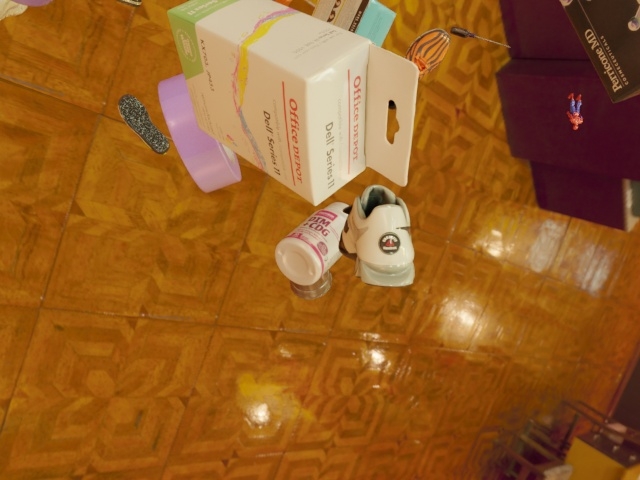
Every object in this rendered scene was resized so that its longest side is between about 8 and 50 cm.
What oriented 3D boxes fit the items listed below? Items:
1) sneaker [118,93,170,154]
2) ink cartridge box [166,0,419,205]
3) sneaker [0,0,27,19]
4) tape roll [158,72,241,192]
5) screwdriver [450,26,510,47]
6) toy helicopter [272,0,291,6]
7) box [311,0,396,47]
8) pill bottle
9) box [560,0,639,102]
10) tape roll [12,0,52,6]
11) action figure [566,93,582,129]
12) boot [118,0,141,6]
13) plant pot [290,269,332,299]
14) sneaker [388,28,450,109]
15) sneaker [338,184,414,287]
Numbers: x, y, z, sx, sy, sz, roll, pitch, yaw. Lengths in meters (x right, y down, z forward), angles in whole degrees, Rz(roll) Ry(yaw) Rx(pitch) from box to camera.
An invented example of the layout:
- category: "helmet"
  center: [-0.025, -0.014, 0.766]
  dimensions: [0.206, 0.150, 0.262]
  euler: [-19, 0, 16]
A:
- category: "sneaker"
  center: [-0.618, -0.390, 1.696]
  dimensions: [0.084, 0.097, 0.234]
  euler: [-40, 115, -19]
- category: "ink cartridge box"
  center: [-0.045, -0.194, 0.685]
  dimensions: [0.119, 0.353, 0.207]
  euler: [-39, 147, -27]
- category: "sneaker"
  center: [-0.926, -0.686, 1.422]
  dimensions: [0.152, 0.114, 0.305]
  euler: [71, 29, -66]
- category: "tape roll"
  center: [-0.280, -0.256, 1.161]
  dimensions: [0.090, 0.274, 0.274]
  euler: [-20, 123, 0]
- category: "screwdriver"
  center: [0.436, -0.553, 1.335]
  dimensions: [0.025, 0.170, 0.024]
  euler: [-60, 162, -27]
- category: "toy helicopter"
  center: [-0.234, -0.869, 1.595]
  dimensions: [0.235, 0.355, 0.140]
  euler: [17, 141, -35]
- category: "box"
  center: [0.049, -0.422, 0.955]
  dimensions: [0.060, 0.244, 0.100]
  euler: [15, 113, -29]
- category: "pill bottle"
  center: [0.000, 0.000, 1.528]
  dimensions: [0.283, 0.160, 0.160]
  euler: [-44, 132, -45]
- category: "box"
  center: [0.635, -0.466, 0.795]
  dimensions: [0.212, 0.395, 0.293]
  euler: [-21, 83, -18]
- category: "tape roll"
  center: [-0.735, -0.680, 1.198]
  dimensions: [0.189, 0.080, 0.189]
  euler: [22, 56, -36]
- category: "action figure"
  center: [0.706, -0.354, 1.359]
  dimensions: [0.030, 0.038, 0.115]
  euler: [106, -3, -62]
- category: "boot"
  center: [-0.642, -0.836, 1.530]
  dimensions: [0.198, 0.077, 0.137]
  euler: [20, 118, -26]
- category: "plant pot"
  center: [-0.047, 0.108, 1.842]
  dimensions: [0.167, 0.167, 0.165]
  euler: [-39, 146, -20]
- category: "sneaker"
  center: [0.309, -0.554, 1.658]
  dimensions: [0.125, 0.321, 0.180]
  euler: [33, 44, -17]
- category: "sneaker"
  center: [0.102, -0.028, 0.875]
  dimensions: [0.123, 0.330, 0.146]
  euler: [-1, 99, -6]
